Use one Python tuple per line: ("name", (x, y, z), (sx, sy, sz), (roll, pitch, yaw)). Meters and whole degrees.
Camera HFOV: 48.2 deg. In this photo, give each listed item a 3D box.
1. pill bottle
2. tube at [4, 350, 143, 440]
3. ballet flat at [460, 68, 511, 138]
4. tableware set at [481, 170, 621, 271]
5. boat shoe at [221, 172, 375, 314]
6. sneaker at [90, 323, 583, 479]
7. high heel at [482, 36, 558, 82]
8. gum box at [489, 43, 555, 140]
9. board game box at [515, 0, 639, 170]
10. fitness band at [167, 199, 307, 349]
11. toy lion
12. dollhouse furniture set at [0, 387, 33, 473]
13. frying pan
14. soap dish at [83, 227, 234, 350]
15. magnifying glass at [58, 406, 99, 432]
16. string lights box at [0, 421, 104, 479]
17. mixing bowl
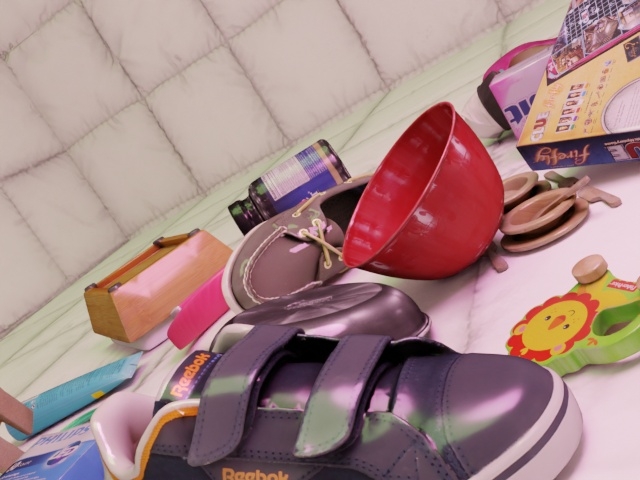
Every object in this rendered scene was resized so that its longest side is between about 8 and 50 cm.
("pill bottle", (-0.054, -0.081, 1.313), (0.219, 0.122, 0.123), (-32, 12, 0))
("tube", (-0.354, 0.221, 1.032), (0.207, 0.052, 0.080), (-27, 21, 6))
("ballet flat", (0.273, -0.203, 1.096), (0.096, 0.095, 0.280), (-38, -1, 21))
("tableware set", (0.199, -0.039, 0.709), (0.128, 0.039, 0.194), (-31, 12, 5))
("boat shoe", (-0.003, -0.004, 0.907), (0.091, 0.109, 0.305), (-27, 8, 45))
("sneaker", (-0.018, 0.115, 0.433), (0.321, 0.127, 0.126), (-24, 13, 27))
("high heel", (0.377, -0.302, 1.232), (0.244, 0.082, 0.117), (-5, 16, 38))
("gum box", (0.317, -0.193, 0.869), (0.188, 0.107, 0.062), (-25, 14, 29))
("board game box", (0.310, -0.182, 0.716), (0.165, 0.042, 0.243), (-1, 54, 46))
("fitness band", (-0.107, 0.041, 1.008), (0.209, 0.054, 0.291), (-40, 4, 46))
("toy lion", (0.166, 0.053, 0.450), (0.096, 0.034, 0.100), (-41, 14, -10))
("dollhouse furniture set", (-0.493, 0.277, 0.927), (0.262, 0.135, 0.259), (-31, 39, 4))
("frying pan", (0.017, 0.064, 0.662), (0.197, 0.053, 0.326), (-10, 7, 23))
("soap dish", (-0.285, 0.081, 1.250), (0.229, 0.118, 0.291), (-37, 14, -25))
("magnifying glass", (-0.259, 0.228, 0.816), (0.092, 0.026, 0.231), (-39, 15, -31))
("string lights box", (-0.251, 0.253, 0.565), (0.133, 0.076, 0.259), (-23, 14, 33))
("mixing bowl", (0.109, -0.029, 0.686), (0.181, 0.098, 0.181), (-55, 13, 19))
